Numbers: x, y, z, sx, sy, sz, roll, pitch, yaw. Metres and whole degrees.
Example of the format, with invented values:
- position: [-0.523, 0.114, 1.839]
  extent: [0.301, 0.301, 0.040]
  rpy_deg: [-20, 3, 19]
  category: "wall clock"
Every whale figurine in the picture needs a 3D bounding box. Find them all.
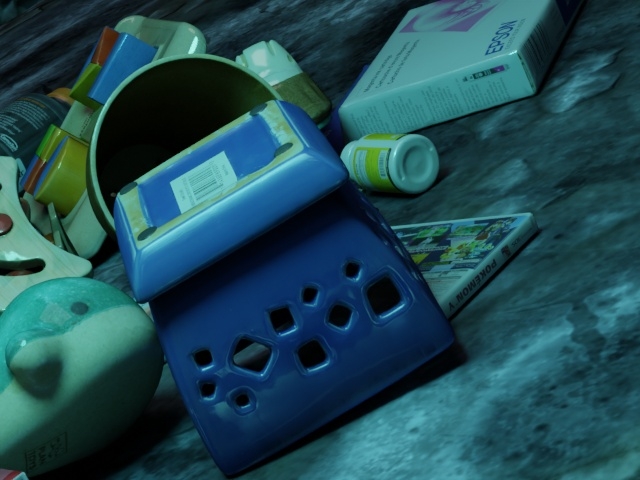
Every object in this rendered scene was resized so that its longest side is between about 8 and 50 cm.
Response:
- position: [-0.273, 0.134, 1.625]
  extent: [0.272, 0.216, 0.141]
  rpy_deg: [-32, 65, -24]
  category: "whale figurine"

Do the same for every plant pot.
- position: [-0.166, -0.070, 2.047]
  extent: [0.237, 0.237, 0.254]
  rpy_deg: [-32, 4, -19]
  category: "plant pot"
- position: [-0.049, 0.023, 1.576]
  extent: [0.236, 0.212, 0.236]
  rpy_deg: [-30, 23, 0]
  category: "plant pot"

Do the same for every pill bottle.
- position: [0.072, -0.085, 1.980]
  extent: [0.065, 0.065, 0.116]
  rpy_deg: [-35, 22, -26]
  category: "pill bottle"
- position: [-0.436, -0.130, 2.631]
  extent: [0.130, 0.130, 0.246]
  rpy_deg: [-6, 27, 44]
  category: "pill bottle"

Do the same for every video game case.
- position: [0.081, 0.035, 1.721]
  extent: [0.201, 0.023, 0.183]
  rpy_deg: [-6, 27, 46]
  category: "video game case"

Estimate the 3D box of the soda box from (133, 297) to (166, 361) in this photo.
- position: [-0.171, 0.089, 1.834]
  extent: [0.183, 0.058, 0.063]
  rpy_deg: [-34, 21, -26]
  category: "soda box"

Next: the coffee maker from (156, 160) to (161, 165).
- position: [-0.187, -0.104, 2.316]
  extent: [0.171, 0.120, 0.178]
  rpy_deg: [-59, 21, 1]
  category: "coffee maker"

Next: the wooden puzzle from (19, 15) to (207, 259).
- position: [-0.289, -0.150, 2.326]
  extent: [0.322, 0.080, 0.348]
  rpy_deg: [-61, 22, 0]
  category: "wooden puzzle"

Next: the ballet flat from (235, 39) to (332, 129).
- position: [-0.054, -0.179, 2.187]
  extent: [0.116, 0.124, 0.342]
  rpy_deg: [-22, 5, 3]
  category: "ballet flat"

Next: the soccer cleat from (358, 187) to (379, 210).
- position: [0.000, 0.000, 1.871]
  extent: [0.072, 0.060, 0.179]
  rpy_deg: [-25, 10, 31]
  category: "soccer cleat"

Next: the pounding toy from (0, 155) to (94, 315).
- position: [-0.330, 0.025, 1.859]
  extent: [0.269, 0.155, 0.154]
  rpy_deg: [30, 58, 27]
  category: "pounding toy"

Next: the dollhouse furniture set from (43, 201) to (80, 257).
- position: [-0.404, 0.066, 2.142]
  extent: [0.262, 0.135, 0.259]
  rpy_deg: [-26, 30, -1]
  category: "dollhouse furniture set"

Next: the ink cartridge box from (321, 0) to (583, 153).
- position: [0.144, -0.226, 2.265]
  extent: [0.330, 0.071, 0.324]
  rpy_deg: [-14, 22, 25]
  category: "ink cartridge box"

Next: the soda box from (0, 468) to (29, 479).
- position: [-0.334, 0.291, 1.450]
  extent: [0.083, 0.092, 0.263]
  rpy_deg: [-2, 30, 48]
  category: "soda box"
